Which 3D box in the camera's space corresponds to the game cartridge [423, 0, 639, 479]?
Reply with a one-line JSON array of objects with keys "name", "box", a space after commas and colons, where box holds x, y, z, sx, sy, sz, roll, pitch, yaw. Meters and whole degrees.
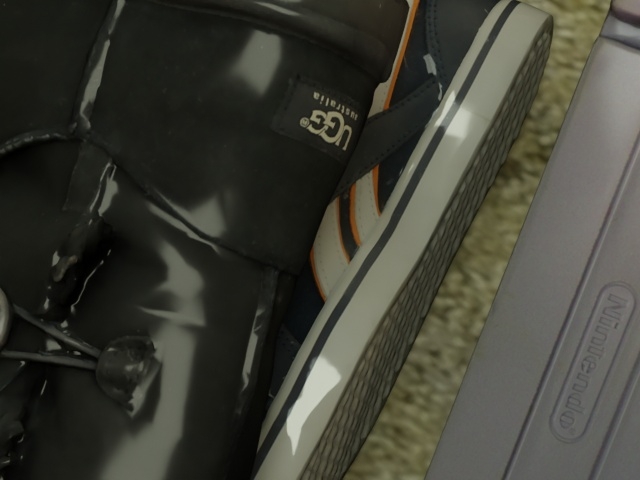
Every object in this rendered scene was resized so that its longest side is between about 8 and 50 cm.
[{"name": "game cartridge", "box": [0.182, 0.077, 0.734, 0.230, 0.068, 0.355, 22, 97, 11]}]

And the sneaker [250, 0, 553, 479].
[{"name": "sneaker", "box": [0.000, 0.000, 0.816, 0.127, 0.126, 0.321, 23, 66, 12]}]

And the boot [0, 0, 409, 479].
[{"name": "boot", "box": [-0.178, 0.066, 0.753, 0.367, 0.146, 0.445, 13, 84, 41]}]
